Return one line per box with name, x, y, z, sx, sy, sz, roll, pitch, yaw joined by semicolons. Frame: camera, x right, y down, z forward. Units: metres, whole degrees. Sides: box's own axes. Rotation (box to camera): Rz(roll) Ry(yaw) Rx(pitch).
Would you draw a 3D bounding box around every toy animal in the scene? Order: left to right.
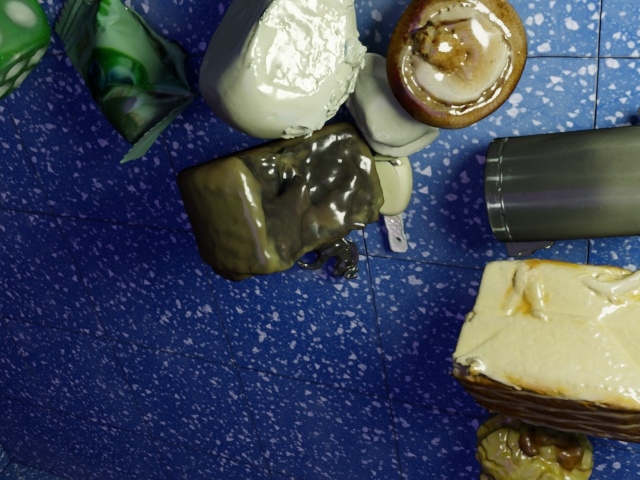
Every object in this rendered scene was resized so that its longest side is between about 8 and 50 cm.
toy animal;0.000;0.000;1.749;0.148;0.084;0.232;-26;109;28

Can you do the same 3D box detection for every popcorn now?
popcorn;0.499;0.534;1.794;0.265;0.225;0.332;35;146;-6

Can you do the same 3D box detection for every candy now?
candy;-0.454;-0.394;1.625;0.263;0.172;0.397;-38;89;39

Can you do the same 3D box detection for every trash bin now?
trash bin;0.468;-0.098;1.308;0.302;0.203;0.251;-3;97;30

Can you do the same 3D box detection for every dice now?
dice;-0.828;-0.470;1.677;0.287;0.297;0.300;-29;108;38

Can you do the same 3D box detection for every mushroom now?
mushroom;0.235;-0.322;1.273;0.253;0.153;0.253;1;112;3

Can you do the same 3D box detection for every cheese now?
cheese;0.150;-0.079;1.606;0.127;0.050;0.255;5;127;26

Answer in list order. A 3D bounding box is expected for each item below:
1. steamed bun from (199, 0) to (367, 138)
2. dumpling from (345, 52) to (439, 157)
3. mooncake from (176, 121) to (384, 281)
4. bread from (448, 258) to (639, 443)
steamed bun;-0.063;-0.344;1.356;0.233;0.312;0.333;31;97;-27
dumpling;0.130;-0.258;1.424;0.162;0.132;0.250;-19;130;29
mooncake;-0.066;-0.086;1.443;0.394;0.393;0.246;-14;105;-4
bread;0.486;0.213;1.420;0.390;0.279;0.371;3;155;28
